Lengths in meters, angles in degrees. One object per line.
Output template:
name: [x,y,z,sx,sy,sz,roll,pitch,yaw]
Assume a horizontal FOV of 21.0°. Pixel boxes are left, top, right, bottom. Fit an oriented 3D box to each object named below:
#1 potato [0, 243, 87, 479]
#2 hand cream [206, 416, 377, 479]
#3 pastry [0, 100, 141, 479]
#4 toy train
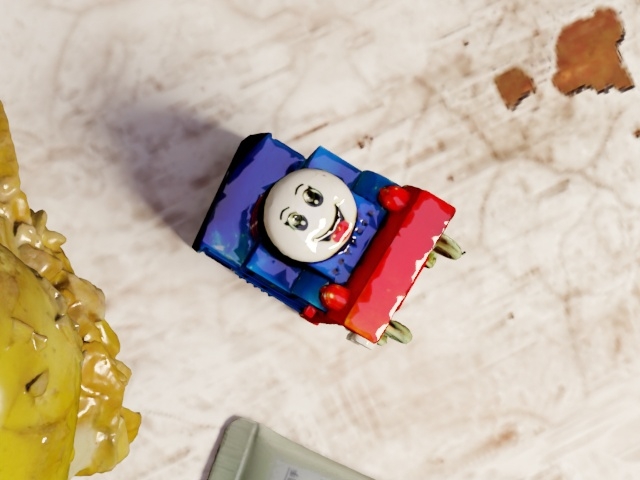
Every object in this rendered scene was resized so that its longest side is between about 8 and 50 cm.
potato: [-0.214,0.133,0.845,0.173,0.140,0.300,16,107,-10]
hand cream: [0.084,0.220,1.033,0.340,0.078,0.124,21,88,-1]
pastry: [-0.199,0.045,0.954,0.154,0.102,0.250,-24,93,-16]
toy train: [0.000,0.000,0.940,0.131,0.204,0.083,32,85,-4]
